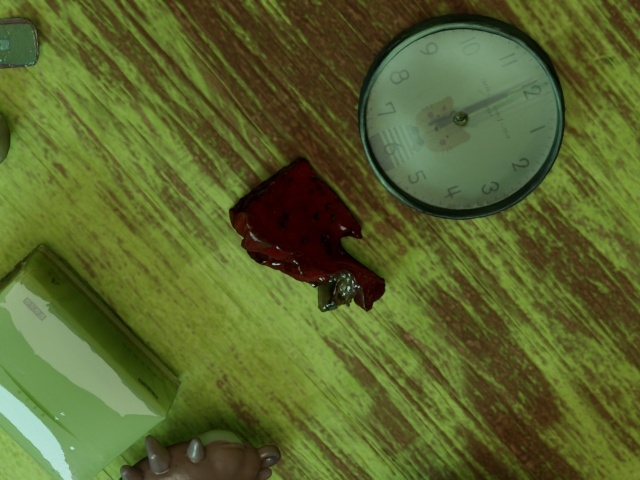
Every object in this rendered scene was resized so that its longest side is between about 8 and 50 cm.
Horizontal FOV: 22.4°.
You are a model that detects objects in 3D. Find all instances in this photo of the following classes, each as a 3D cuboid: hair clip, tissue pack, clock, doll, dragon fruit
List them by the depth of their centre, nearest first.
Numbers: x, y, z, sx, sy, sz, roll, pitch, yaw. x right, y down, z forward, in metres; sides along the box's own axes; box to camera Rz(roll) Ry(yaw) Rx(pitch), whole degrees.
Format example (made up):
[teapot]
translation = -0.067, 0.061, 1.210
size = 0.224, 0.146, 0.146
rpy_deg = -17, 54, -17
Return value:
[clock]
translation = 0.151, -0.129, 1.729
size = 0.226, 0.049, 0.226
rpy_deg = 1, 110, 4
[hair clip]
translation = -0.369, -0.208, 1.741
size = 0.137, 0.022, 0.054
rpy_deg = -5, 108, 5
[dragon fruit]
translation = -0.010, 0.008, 1.789
size = 0.192, 0.122, 0.092
rpy_deg = 37, 147, -13
[tissue pack]
translation = -0.296, 0.143, 1.807
size = 0.159, 0.125, 0.234
rpy_deg = -39, 102, 14
[doll]
translation = -0.167, 0.294, 1.839
size = 0.262, 0.093, 0.211
rpy_deg = -28, 143, 8

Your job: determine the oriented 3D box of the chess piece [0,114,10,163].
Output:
[chess piece]
translation = -0.422, -0.110, 1.752
size = 0.170, 0.094, 0.094
rpy_deg = 1, 110, -6
